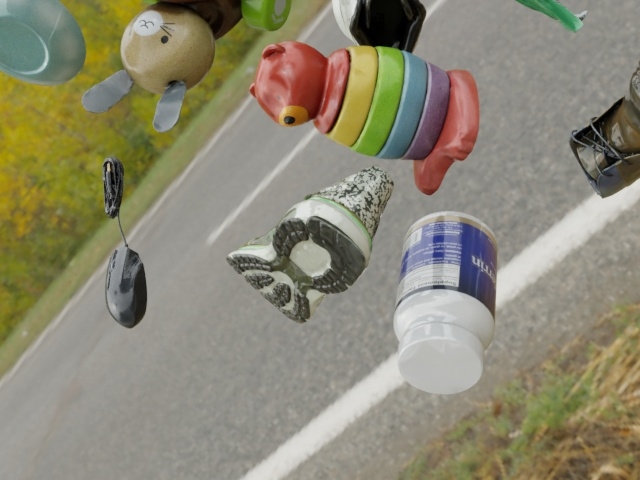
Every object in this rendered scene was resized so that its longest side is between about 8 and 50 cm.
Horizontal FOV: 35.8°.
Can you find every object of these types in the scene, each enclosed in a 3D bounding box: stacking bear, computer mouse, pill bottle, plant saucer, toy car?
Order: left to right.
[{"bbox_3d":[-0.453,-0.303,1.498,0.195,0.195,0.037,-39,25,43],"label":"plant saucer"},{"bbox_3d":[-0.278,0.001,1.341,0.071,0.041,0.242,-32,65,51],"label":"computer mouse"},{"bbox_3d":[-0.142,-0.191,0.897,0.188,0.155,0.149,-66,-26,-14],"label":"toy car"},{"bbox_3d":[0.050,-0.191,1.350,0.175,0.289,0.164,127,153,-61],"label":"stacking bear"},{"bbox_3d":[0.191,0.093,1.510,0.153,0.153,0.264,-41,25,39],"label":"pill bottle"}]

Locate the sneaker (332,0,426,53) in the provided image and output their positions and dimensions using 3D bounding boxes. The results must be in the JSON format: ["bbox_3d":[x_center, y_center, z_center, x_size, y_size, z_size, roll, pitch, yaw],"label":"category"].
[{"bbox_3d":[0.088,-0.456,1.417,0.169,0.447,0.257,-12,32,-3],"label":"sneaker"}]

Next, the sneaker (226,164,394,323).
[{"bbox_3d":[0.000,0.000,1.462,0.182,0.158,0.410,-48,9,-26],"label":"sneaker"}]

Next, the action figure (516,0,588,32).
[{"bbox_3d":[0.429,-0.506,2.003,0.063,0.232,0.137,-57,5,3],"label":"action figure"}]

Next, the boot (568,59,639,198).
[{"bbox_3d":[0.254,-0.079,0.802,0.106,0.082,0.219,-35,-19,18],"label":"boot"}]
